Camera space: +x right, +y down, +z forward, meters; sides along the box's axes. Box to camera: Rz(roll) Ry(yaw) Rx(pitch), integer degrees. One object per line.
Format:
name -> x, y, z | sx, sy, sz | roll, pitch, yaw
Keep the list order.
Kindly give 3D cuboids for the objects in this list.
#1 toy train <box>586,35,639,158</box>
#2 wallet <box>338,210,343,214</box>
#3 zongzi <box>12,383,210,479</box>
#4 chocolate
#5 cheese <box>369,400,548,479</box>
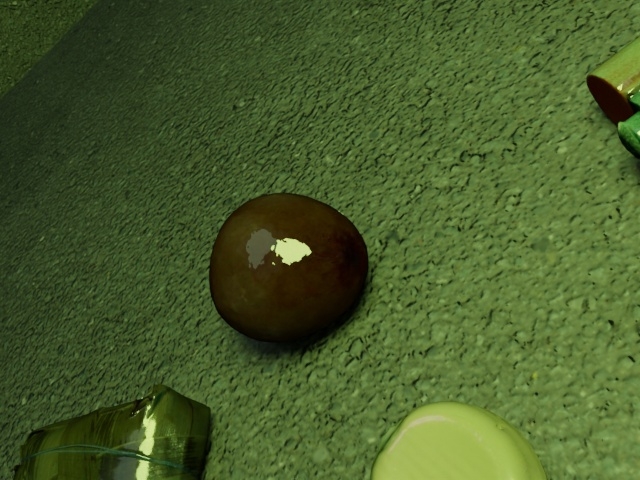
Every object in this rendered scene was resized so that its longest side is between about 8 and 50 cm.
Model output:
toy train -> 0.374, -0.181, 0.602 | 0.285, 0.116, 0.177 | -38, 27, 12
wallet -> 0.000, 0.000, 0.848 | 0.044, 0.011, 0.083 | -7, 53, 38
zongzi -> -0.237, 0.310, 0.717 | 0.251, 0.125, 0.274 | -22, 51, 26
chocolate -> -0.032, 0.027, 0.742 | 0.177, 0.177, 0.176 | -24, 44, 26
cheese -> 0.130, 0.212, 0.511 | 0.137, 0.064, 0.227 | -54, 38, -3
